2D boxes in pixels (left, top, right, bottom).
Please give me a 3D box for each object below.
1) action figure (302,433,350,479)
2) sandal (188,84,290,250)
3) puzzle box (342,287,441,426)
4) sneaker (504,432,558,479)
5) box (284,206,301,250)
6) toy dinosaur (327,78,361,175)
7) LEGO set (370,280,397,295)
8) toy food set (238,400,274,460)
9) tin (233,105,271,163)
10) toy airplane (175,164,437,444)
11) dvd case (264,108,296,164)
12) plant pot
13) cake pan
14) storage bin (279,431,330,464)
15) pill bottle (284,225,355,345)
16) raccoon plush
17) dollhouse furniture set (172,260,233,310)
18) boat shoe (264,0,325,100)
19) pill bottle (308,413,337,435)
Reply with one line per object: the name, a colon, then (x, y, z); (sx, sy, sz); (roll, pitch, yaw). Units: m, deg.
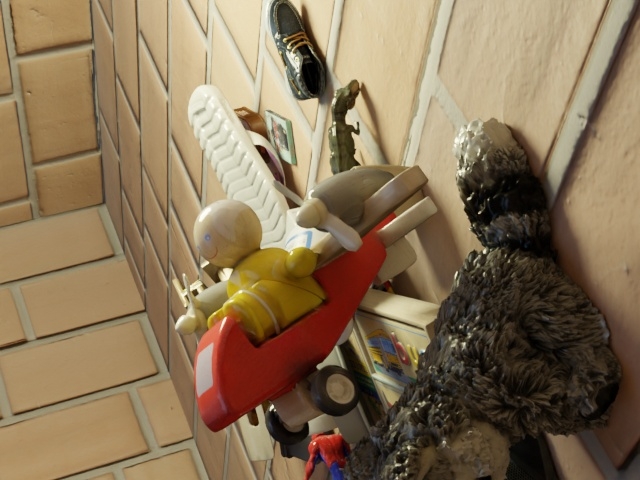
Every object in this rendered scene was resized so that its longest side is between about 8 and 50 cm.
action figure: (0.042, 0.483, 2.199); (0.280, 0.091, 0.139); (-131, 42, -53)
sandal: (-0.125, -0.135, 2.196); (0.416, 0.102, 0.169); (63, 148, 11)
puzzle box: (0.139, 0.212, 1.709); (0.272, 0.052, 0.409); (69, 163, -10)
sneaker: (0.232, 0.304, 1.454); (0.087, 0.130, 0.227); (124, 131, -64)
box: (0.000, 0.000, 1.943); (0.087, 0.101, 0.102); (-122, 27, -44)
toy dinosaur: (0.043, -0.110, 1.747); (0.118, 0.064, 0.268); (31, -125, -74)
LEGO set: (0.082, 0.088, 1.847); (0.182, 0.060, 0.244); (21, 123, 63)
toy food set: (-0.127, 0.324, 2.408); (0.306, 0.092, 0.219); (-63, -42, -83)
tin: (-0.149, -0.215, 2.326); (0.190, 0.040, 0.106); (-145, 40, -63)
toy airplane: (-0.030, 0.031, 1.414); (0.272, 0.386, 0.384); (39, -174, -8)
dvd case: (-0.078, -0.200, 2.161); (0.119, 0.013, 0.087); (-141, 40, -62)
plant pot: (0.093, -0.055, 1.634); (0.109, 0.096, 0.109); (144, 111, -71)
cake pan: (0.029, 0.224, 1.945); (0.293, 0.054, 0.293); (-21, -90, -87)
storage bin: (-0.024, 0.401, 2.362); (0.091, 0.098, 0.135); (18, 124, 36)
pill bottle: (0.001, 0.046, 1.739); (0.124, 0.124, 0.221); (100, 180, -52)
raccoon plush: (0.136, 0.106, 1.308); (0.216, 0.299, 0.446); (115, 138, -63)
dollhouse furniture set: (-0.173, 0.081, 2.355); (0.161, 0.212, 0.242); (58, -178, 40)
boat shoe: (-0.037, -0.324, 1.876); (0.083, 0.065, 0.183); (17, 126, 67)
pill bottle: (-0.040, 0.223, 2.137); (0.162, 0.162, 0.278); (169, 87, -72)
